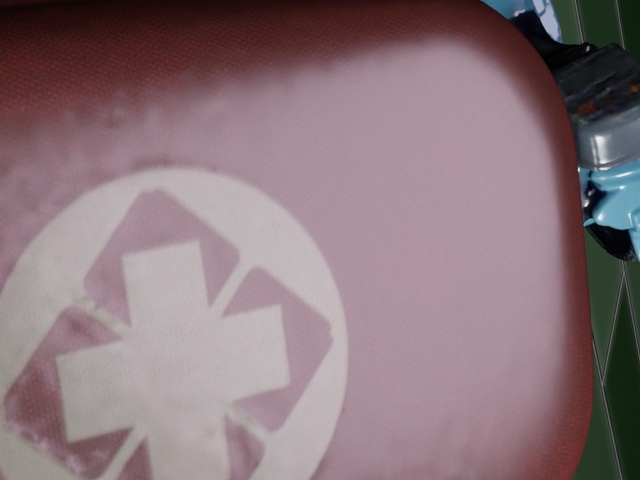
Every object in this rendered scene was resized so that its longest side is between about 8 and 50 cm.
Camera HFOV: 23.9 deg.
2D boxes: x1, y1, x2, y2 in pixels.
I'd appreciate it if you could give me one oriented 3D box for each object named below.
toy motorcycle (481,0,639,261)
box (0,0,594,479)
[{"bbox_3d":[0.100,-0.108,0.800,0.272,0.124,0.182,54,-14,41],"label":"toy motorcycle"},{"bbox_3d":[-0.071,0.036,0.536,0.404,0.108,0.263,-12,99,-30],"label":"box"}]
